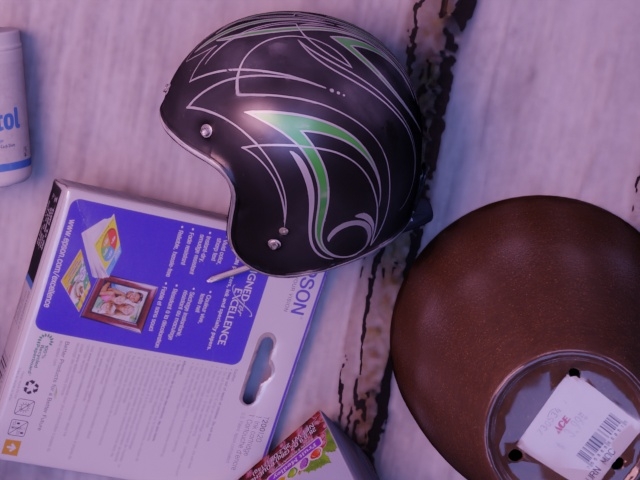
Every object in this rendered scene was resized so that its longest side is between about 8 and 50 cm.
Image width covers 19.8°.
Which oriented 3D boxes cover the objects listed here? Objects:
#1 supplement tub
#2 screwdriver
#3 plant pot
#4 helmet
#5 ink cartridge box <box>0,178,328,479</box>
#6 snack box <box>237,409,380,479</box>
[{"bbox_3d":[-0.240,-0.092,1.280,0.071,0.071,0.107,-3,102,2],"label":"supplement tub"},{"bbox_3d":[0.000,0.000,1.294,0.170,0.024,0.025,-15,141,-15],"label":"screwdriver"},{"bbox_3d":[0.156,0.095,1.227,0.215,0.230,0.215,0,101,1],"label":"plant pot"},{"bbox_3d":[-0.017,-0.075,1.233,0.169,0.169,0.161,-13,117,4],"label":"helmet"},{"bbox_3d":[-0.117,0.074,1.310,0.208,0.045,0.206,14,103,-23],"label":"ink cartridge box"},{"bbox_3d":[-0.038,0.242,1.281,0.207,0.174,0.070,-41,118,7],"label":"snack box"}]
